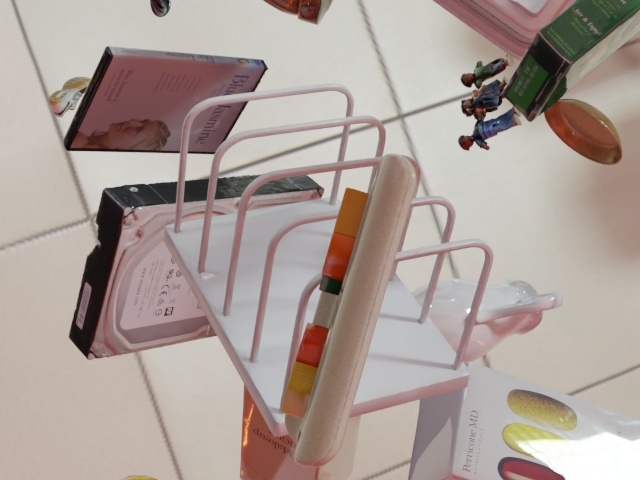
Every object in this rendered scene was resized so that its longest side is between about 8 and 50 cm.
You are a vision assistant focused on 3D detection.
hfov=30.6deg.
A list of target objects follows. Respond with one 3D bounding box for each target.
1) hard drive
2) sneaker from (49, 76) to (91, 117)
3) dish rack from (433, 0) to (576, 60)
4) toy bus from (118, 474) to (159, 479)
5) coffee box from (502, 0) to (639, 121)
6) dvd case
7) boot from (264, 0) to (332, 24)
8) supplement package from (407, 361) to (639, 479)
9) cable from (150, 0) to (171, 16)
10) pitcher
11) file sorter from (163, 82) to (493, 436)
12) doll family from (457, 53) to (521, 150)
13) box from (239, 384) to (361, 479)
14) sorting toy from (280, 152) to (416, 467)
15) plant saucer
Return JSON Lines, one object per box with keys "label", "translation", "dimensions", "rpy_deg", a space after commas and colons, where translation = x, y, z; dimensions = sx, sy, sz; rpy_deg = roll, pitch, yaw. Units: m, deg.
{"label": "hard drive", "translation": [-0.162, 0.030, 1.588], "dimensions": [0.339, 0.064, 0.237], "rpy_deg": [-8, 127, -44]}
{"label": "sneaker", "translation": [-0.375, -0.216, 1.754], "dimensions": [0.032, 0.037, 0.083], "rpy_deg": [22, 47, 28]}
{"label": "dish rack", "translation": [0.278, -0.434, 1.532], "dimensions": [0.285, 0.072, 0.333], "rpy_deg": [38, 91, 13]}
{"label": "toy bus", "translation": [-0.100, 0.239, 0.374], "dimensions": [0.130, 0.108, 0.333], "rpy_deg": [39, 34, -22]}
{"label": "coffee box", "translation": [0.238, -0.184, 0.970], "dimensions": [0.184, 0.113, 0.040], "rpy_deg": [-39, 80, -17]}
{"label": "dvd case", "translation": [-0.215, -0.190, 1.632], "dimensions": [0.253, 0.180, 0.022], "rpy_deg": [-2, 50, -39]}
{"label": "boot", "translation": [-0.029, -0.347, 1.469], "dimensions": [0.115, 0.305, 0.112], "rpy_deg": [15, 110, 4]}
{"label": "supplement package", "translation": [0.236, 0.252, 1.310], "dimensions": [0.244, 0.134, 0.139], "rpy_deg": [19, 60, -12]}
{"label": "cable", "translation": [-0.264, -0.443, 1.843], "dimensions": [0.047, 0.150, 0.184], "rpy_deg": [-15, 49, -5]}
{"label": "pitcher", "translation": [0.223, 0.107, 1.654], "dimensions": [0.207, 0.178, 0.125], "rpy_deg": [-10, 83, -25]}
{"label": "file sorter", "translation": [0.000, 0.000, 1.054], "dimensions": [0.192, 0.278, 0.173], "rpy_deg": [-10, 131, -25]}
{"label": "doll family", "translation": [0.270, -0.223, 1.911], "dimensions": [0.076, 0.111, 0.193], "rpy_deg": [53, 31, -26]}
{"label": "box", "translation": [-0.026, 0.251, 1.714], "dimensions": [0.148, 0.311, 0.121], "rpy_deg": [25, 45, 22]}
{"label": "sorting toy", "translation": [0.008, 0.047, 0.775], "dimensions": [0.038, 0.208, 0.193], "rpy_deg": [17, 84, -3]}
{"label": "plant saucer", "translation": [0.238, -0.101, 1.044], "dimensions": [0.083, 0.083, 0.015], "rpy_deg": [42, 77, -8]}
